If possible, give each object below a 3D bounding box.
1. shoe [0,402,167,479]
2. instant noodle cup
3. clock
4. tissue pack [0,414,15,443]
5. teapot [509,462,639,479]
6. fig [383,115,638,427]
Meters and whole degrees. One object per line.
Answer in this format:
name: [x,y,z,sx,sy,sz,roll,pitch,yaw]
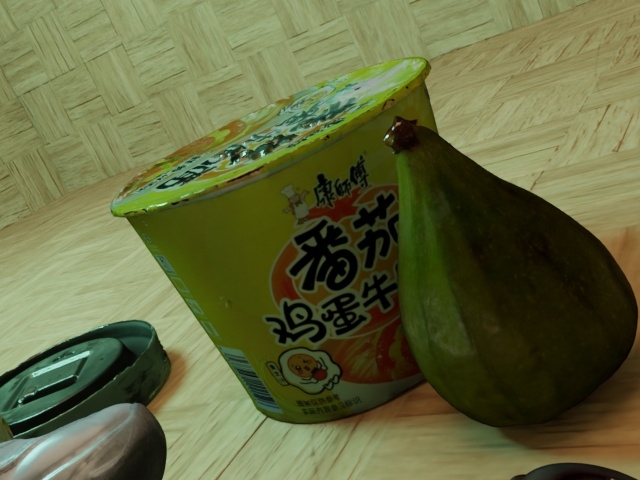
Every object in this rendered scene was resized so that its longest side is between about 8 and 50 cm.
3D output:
shoe: [-0.209,0.161,0.451,0.245,0.137,0.095,-39,-19,-11]
instant noodle cup: [0.000,0.000,0.609,0.264,0.200,0.264,-23,16,7]
clock: [-0.258,0.155,0.775,0.226,0.049,0.226,-22,15,6]
tissue pack: [-0.282,0.206,0.545,0.149,0.099,0.106,-26,12,-5]
teapot: [0.115,0.126,0.321,0.068,0.045,0.100,-10,21,-40]
fig: [0.097,0.016,0.469,0.133,0.184,0.126,-33,-11,-7]
